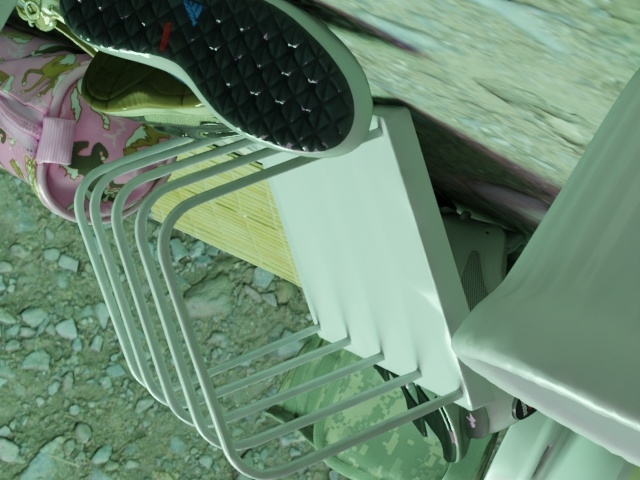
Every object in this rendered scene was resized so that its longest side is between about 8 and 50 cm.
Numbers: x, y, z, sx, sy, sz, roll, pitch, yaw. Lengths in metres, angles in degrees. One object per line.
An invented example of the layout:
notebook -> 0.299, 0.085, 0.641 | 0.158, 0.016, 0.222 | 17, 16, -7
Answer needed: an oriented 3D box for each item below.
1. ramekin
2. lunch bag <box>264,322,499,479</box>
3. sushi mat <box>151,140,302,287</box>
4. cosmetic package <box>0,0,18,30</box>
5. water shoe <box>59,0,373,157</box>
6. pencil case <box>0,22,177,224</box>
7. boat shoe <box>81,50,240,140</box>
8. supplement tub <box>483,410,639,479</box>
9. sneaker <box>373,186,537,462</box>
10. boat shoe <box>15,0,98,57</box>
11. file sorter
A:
ramekin -> 0.196, 0.043, 0.561 | 0.277, 0.135, 0.277 | 27, 176, 2
lunch bag -> 0.094, 0.115, 1.488 | 0.169, 0.235, 0.287 | 29, 176, -19
sushi mat -> -0.122, -0.050, 1.864 | 0.316, 0.019, 0.151 | 24, 139, 46
cosmetic package -> -0.431, -0.108, 0.979 | 0.329, 0.394, 0.327 | 27, 177, 3
water shoe -> -0.045, -0.109, 0.871 | 0.203, 0.073, 0.080 | 30, -161, 24
pencil case -> -0.300, -0.137, 1.545 | 0.386, 0.167, 0.160 | 24, 140, 42
boat shoe -> -0.087, -0.100, 1.066 | 0.073, 0.080, 0.223 | 35, 169, -29
supplement tub -> 0.303, 0.208, 1.272 | 0.324, 0.235, 0.235 | 27, 176, 11
sneaker -> 0.079, 0.019, 1.264 | 0.330, 0.146, 0.122 | 53, 164, 36
boat shoe -> -0.179, -0.156, 1.187 | 0.153, 0.048, 0.056 | 29, 176, -20
file sorter -> -0.041, 0.023, 1.084 | 0.277, 0.173, 0.193 | 19, 128, 69
